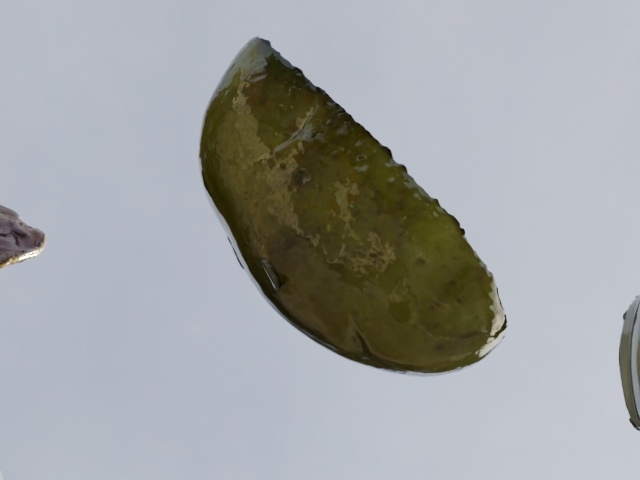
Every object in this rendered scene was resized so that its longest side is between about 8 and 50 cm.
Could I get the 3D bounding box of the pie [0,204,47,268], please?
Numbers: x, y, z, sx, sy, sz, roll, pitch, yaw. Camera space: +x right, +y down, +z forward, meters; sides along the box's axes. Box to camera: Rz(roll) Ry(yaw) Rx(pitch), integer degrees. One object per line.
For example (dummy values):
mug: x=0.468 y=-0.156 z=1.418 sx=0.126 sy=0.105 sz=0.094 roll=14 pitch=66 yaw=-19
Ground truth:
pie: x=-0.287 y=-0.004 z=1.582 sx=0.092 sy=0.170 sz=0.034 roll=-11 pitch=-70 yaw=-31

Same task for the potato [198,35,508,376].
potato: x=0.000 y=0.000 z=1.232 sx=0.271 sy=0.111 sz=0.160 roll=45 pitch=-19 yaw=22

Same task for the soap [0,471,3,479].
soap: x=-0.215 y=0.061 z=0.706 sx=0.160 sy=0.087 sz=0.265 roll=26 pitch=-24 yaw=7

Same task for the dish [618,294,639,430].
dish: x=0.282 y=0.087 z=1.375 sx=0.078 sy=0.246 sz=0.224 roll=-2 pitch=-78 yaw=31
